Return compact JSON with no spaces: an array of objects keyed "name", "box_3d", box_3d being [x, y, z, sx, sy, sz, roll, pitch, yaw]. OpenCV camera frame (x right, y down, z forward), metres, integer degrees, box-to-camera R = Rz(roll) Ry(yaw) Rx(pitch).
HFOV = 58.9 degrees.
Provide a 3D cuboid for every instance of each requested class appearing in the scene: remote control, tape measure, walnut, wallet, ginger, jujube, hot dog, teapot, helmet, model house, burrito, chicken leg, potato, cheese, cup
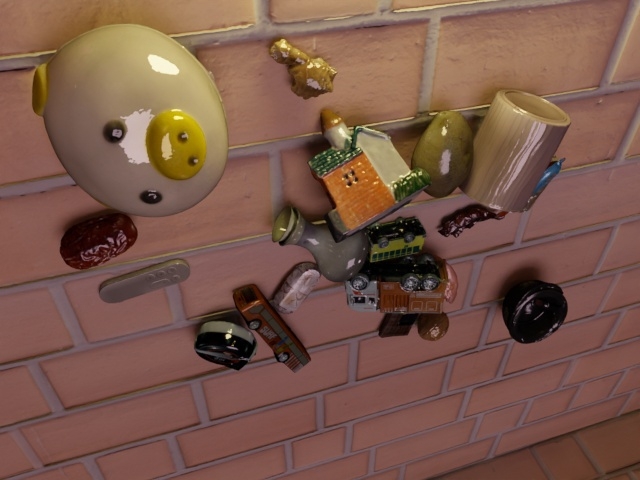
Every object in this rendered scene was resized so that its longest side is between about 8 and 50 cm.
[{"name":"remote control","box_3d":[-0.471,0.110,1.525,0.244,0.022,0.077,-18,133,-8]},{"name":"tape measure","box_3d":[-0.284,0.311,1.707,0.182,0.107,0.181,26,142,-23]},{"name":"walnut","box_3d":[0.405,0.304,2.035,0.124,0.105,0.105,-43,135,-3]},{"name":"wallet","box_3d":[0.290,0.250,1.971,0.124,0.042,0.230,1,126,-23]},{"name":"ginger","box_3d":[-0.046,-0.368,1.245,0.165,0.067,0.096,24,118,-23]},{"name":"jujube","box_3d":[-0.521,-0.002,1.335,0.176,0.112,0.109,-24,168,-5]},{"name":"hot dog","box_3d":[-0.073,0.147,1.708,0.099,0.053,0.192,25,111,-26]},{"name":"teapot","box_3d":[0.000,0.000,1.539,0.250,0.184,0.184,23,119,-23]},{"name":"helmet","box_3d":[0.769,0.238,2.088,0.230,0.160,0.279,-18,122,-4]},{"name":"model house","box_3d":[0.085,-0.182,1.397,0.271,0.190,0.301,-30,91,-2]},{"name":"burrito","box_3d":[0.647,-0.171,1.728,0.086,0.060,0.226,9,127,-23]},{"name":"chicken leg","box_3d":[0.465,-0.064,1.756,0.219,0.048,0.090,-23,138,-3]},{"name":"potato","box_3d":[0.314,-0.222,1.462,0.160,0.178,0.235,6,122,-2]},{"name":"cheese","box_3d":[0.612,-0.151,1.658,0.256,0.037,0.106,-47,158,28]},{"name":"cup","box_3d":[0.533,-0.236,1.516,0.288,0.208,0.273,1,128,-23]}]

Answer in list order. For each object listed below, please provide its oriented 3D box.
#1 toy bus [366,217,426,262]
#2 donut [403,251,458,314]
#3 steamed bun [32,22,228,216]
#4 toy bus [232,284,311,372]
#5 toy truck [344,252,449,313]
[{"name":"toy bus","box_3d":[0.217,-0.002,1.678,0.174,0.088,0.101,-10,135,-12]},{"name":"donut","box_3d":[0.315,0.124,1.808,0.232,0.085,0.199,-12,114,10]},{"name":"steamed bun","box_3d":[-0.344,-0.217,1.080,0.333,0.334,0.374,-22,130,-3]},{"name":"toy bus","box_3d":[-0.149,0.284,1.777,0.092,0.093,0.409,-33,136,-3]},{"name":"toy truck","box_3d":[0.221,0.138,1.706,0.305,0.136,0.162,0,121,4]}]
